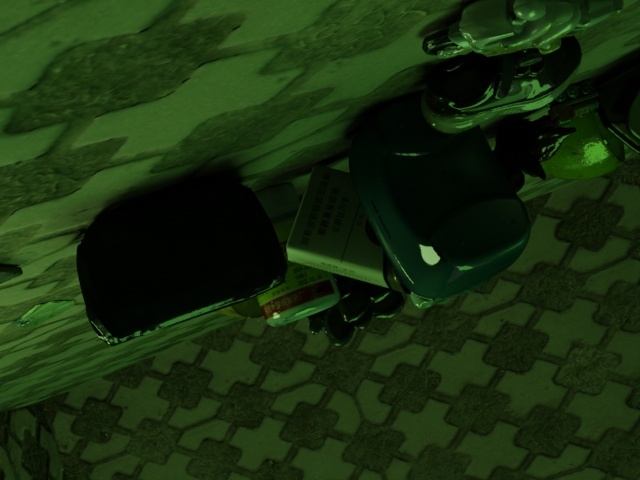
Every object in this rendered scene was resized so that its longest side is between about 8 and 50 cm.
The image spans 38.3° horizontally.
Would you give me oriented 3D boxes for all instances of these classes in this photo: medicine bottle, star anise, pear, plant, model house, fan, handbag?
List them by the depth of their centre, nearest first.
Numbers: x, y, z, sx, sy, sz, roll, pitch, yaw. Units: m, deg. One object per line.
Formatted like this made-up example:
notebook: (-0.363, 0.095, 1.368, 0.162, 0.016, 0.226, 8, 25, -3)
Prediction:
handbag: (-0.211, 0.014, 1.332, 0.301, 0.178, 0.275, -19, -173, -8)
medicine bottle: (-0.064, 0.027, 1.609, 0.139, 0.225, 0.139, -20, 172, -3)
plant: (0.031, 0.050, 1.755, 0.199, 0.276, 0.188, -14, 138, -35)
model house: (0.606, -0.277, 1.768, 0.205, 0.218, 0.278, -59, -152, 2)
star anise: (0.370, -0.168, 1.787, 0.272, 0.102, 0.272, -46, -167, 14)
fan: (-0.579, 0.154, 1.926, 0.131, 0.009, 0.240, -20, 172, -25)
pear: (0.576, -0.201, 2.159, 0.239, 0.139, 0.288, -16, 175, 29)

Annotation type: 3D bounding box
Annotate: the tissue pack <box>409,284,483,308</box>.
tissue pack: (0.212, -0.027, 1.751, 0.162, 0.287, 0.388, -21, 173, 10)

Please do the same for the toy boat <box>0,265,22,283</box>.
toy boat: (-0.504, 0.053, 1.394, 0.063, 0.016, 0.115, -23, 173, 9)

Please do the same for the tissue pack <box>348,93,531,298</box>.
tissue pack: (0.168, -0.061, 1.383, 0.198, 0.287, 0.206, -23, 168, -19)

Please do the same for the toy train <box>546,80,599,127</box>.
toy train: (0.468, -0.253, 1.705, 0.103, 0.064, 0.044, -19, 171, -13)

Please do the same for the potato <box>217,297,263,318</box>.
potato: (-0.193, 0.077, 1.903, 0.158, 0.178, 0.203, -7, -153, 35)

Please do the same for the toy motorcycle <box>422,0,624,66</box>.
toy motorcycle: (0.235, -0.253, 1.059, 0.228, 0.074, 0.151, -10, 176, -10)

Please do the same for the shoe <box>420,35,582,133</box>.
shoe: (0.237, -0.220, 1.232, 0.227, 0.099, 0.112, -22, 165, 14)

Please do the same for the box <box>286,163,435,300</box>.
box: (0.089, -0.014, 1.513, 0.259, 0.168, 0.071, 14, 159, 9)

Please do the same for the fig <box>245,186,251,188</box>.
fig: (-0.202, -0.008, 1.527, 0.236, 0.124, 0.124, -41, 171, 3)
